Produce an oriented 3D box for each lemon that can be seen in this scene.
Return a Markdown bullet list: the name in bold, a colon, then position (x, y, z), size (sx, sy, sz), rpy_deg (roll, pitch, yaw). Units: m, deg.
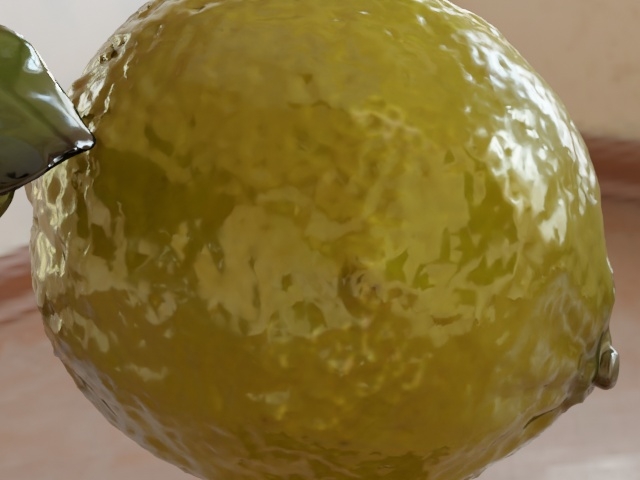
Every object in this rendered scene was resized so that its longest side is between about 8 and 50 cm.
- **lemon**: position (0.000, 0.000, 0.670), size (0.231, 0.192, 0.192), rpy_deg (20, 24, 10)

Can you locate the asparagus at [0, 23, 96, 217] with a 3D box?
- **asparagus**: position (-0.208, -0.082, 0.584), size (0.343, 0.085, 0.082), rpy_deg (30, 69, 23)
